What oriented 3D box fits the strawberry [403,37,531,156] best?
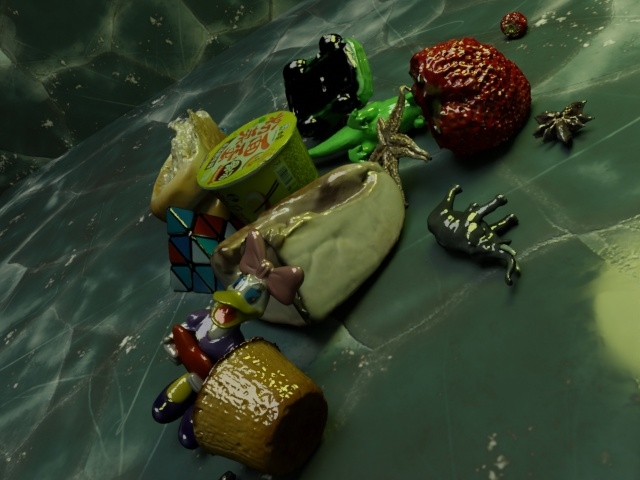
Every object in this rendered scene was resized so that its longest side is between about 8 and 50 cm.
[{"bbox_3d":[0.333,-0.327,1.334,0.257,0.261,0.261,-20,35,18],"label":"strawberry"}]

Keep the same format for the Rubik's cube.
[{"bbox_3d":[-0.277,-0.019,1.591,0.284,0.250,0.234,-7,22,44],"label":"Rubik's cube"}]

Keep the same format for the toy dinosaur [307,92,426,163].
[{"bbox_3d":[0.161,-0.344,1.660,0.374,0.144,0.500,-34,20,-25],"label":"toy dinosaur"}]

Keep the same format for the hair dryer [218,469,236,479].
[{"bbox_3d":[-0.150,0.436,1.003,0.083,0.031,0.079,13,66,40],"label":"hair dryer"}]

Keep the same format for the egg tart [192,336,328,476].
[{"bbox_3d":[-0.092,0.281,0.999,0.171,0.215,0.215,18,58,35],"label":"egg tart"}]

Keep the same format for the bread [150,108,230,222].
[{"bbox_3d":[-0.358,-0.215,1.810,0.424,0.245,0.329,-98,28,-57],"label":"bread"}]

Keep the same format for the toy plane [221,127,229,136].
[{"bbox_3d":[-0.384,-0.307,2.105,0.271,0.105,0.254,8,53,46],"label":"toy plane"}]

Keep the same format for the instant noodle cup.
[{"bbox_3d":[-0.142,-0.160,1.582,0.311,0.221,0.311,-24,33,17],"label":"instant noodle cup"}]

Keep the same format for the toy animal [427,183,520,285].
[{"bbox_3d":[0.303,-0.019,1.122,0.137,0.082,0.269,-43,37,-6],"label":"toy animal"}]

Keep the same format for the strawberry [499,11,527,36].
[{"bbox_3d":[0.544,-0.606,1.675,0.073,0.073,0.083,4,36,46],"label":"strawberry"}]

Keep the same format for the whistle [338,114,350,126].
[{"bbox_3d":[0.034,-0.397,1.885,0.107,0.057,0.220,-53,38,0],"label":"whistle"}]

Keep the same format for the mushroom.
[{"bbox_3d":[-0.009,-0.003,1.314,0.397,0.224,0.313,-40,11,-29],"label":"mushroom"}]

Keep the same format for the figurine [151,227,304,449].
[{"bbox_3d":[-0.177,0.190,1.109,0.154,0.421,0.193,39,33,24],"label":"figurine"}]

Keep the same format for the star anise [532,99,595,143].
[{"bbox_3d":[0.501,-0.236,1.240,0.124,0.056,0.129,-14,37,29],"label":"star anise"}]

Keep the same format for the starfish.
[{"bbox_3d":[0.163,-0.194,1.387,0.048,0.295,0.231,-5,54,-27],"label":"starfish"}]

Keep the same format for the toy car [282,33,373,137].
[{"bbox_3d":[0.017,-0.423,1.712,0.176,0.213,0.358,-7,-11,-42],"label":"toy car"}]
